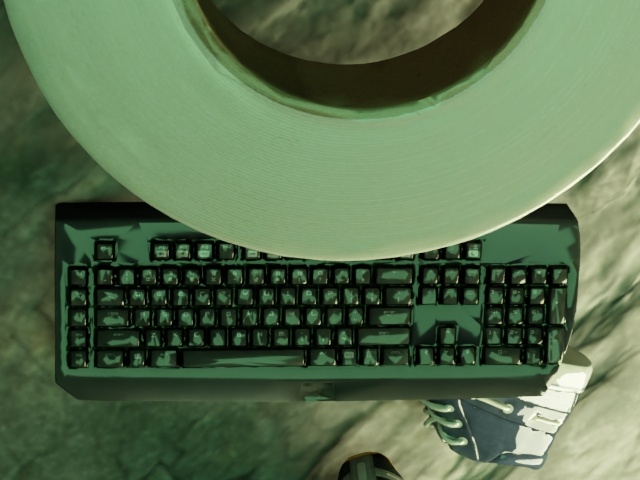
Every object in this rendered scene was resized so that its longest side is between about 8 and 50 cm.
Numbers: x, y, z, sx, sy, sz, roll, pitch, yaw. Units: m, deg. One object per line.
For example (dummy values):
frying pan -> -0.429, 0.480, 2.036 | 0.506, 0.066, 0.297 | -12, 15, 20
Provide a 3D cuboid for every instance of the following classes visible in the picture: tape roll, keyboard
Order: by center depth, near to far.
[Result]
tape roll -> 0.021, -0.174, 1.048 | 0.392, 0.072, 0.392 | -3, 118, -6
keyboard -> 0.000, 0.000, 1.182 | 0.317, 0.033, 0.202 | -1, 99, -8

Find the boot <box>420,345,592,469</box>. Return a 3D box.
boot -> 0.085, 0.097, 1.277 | 0.190, 0.069, 0.086 | 15, 106, -26

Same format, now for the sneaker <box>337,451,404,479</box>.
sneaker -> 0.055, 0.222, 1.333 | 0.084, 0.083, 0.215 | -12, 140, 3
